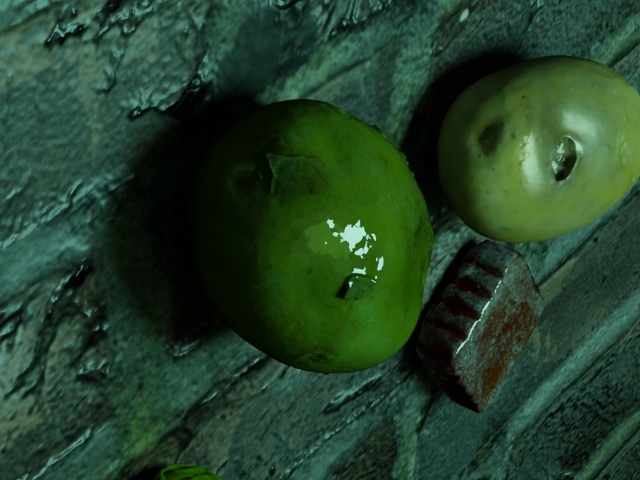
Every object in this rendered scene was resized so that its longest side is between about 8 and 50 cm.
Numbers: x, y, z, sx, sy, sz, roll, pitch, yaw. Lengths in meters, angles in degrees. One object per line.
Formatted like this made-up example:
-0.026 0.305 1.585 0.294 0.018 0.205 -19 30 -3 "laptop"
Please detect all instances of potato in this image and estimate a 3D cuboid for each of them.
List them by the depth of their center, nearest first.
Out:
0.000 0.000 1.319 0.253 0.148 0.186 24 92 -61 "potato"
0.189 -0.077 1.576 0.234 0.146 0.150 -10 75 -40 "potato"

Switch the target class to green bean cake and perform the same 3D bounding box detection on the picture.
0.149 0.079 1.702 0.135 0.056 0.135 -56 149 -14 "green bean cake"

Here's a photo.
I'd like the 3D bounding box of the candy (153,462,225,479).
-0.163 0.221 1.313 0.262 0.077 0.073 -12 143 -45 "candy"
